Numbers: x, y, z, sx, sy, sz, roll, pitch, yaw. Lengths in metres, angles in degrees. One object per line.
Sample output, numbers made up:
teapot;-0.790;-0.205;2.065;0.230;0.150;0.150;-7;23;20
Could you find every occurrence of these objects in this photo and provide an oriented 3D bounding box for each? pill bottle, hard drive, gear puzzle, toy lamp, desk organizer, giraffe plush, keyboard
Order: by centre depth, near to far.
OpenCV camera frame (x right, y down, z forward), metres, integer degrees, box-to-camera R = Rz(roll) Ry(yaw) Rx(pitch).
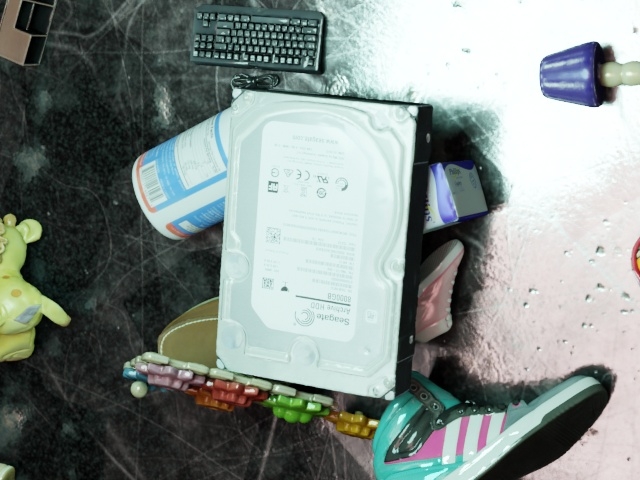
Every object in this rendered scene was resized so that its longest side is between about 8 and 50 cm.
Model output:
toy lamp;0.384;-0.190;1.600;0.274;0.080;0.080;0;96;20
hard drive;0.000;0.000;1.652;0.237;0.064;0.339;9;101;24
gear puzzle;-0.076;0.204;1.761;0.339;0.175;0.044;16;76;-15
pill bottle;-0.115;-0.097;1.792;0.221;0.124;0.124;-24;87;23
keyboard;-0.083;-0.242;1.816;0.180;0.023;0.108;7;99;23
desk organizer;-0.394;-0.304;1.926;0.050;0.047;0.130;23;104;16
giraffe plush;-0.452;0.055;1.942;0.210;0.181;0.170;-31;62;33

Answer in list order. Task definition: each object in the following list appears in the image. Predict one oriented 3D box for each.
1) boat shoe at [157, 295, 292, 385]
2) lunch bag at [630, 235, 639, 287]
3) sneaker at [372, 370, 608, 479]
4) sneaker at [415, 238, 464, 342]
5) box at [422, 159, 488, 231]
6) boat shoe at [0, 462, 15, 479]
boat shoe;-0.064;0.127;1.798;0.324;0.120;0.122;-7;94;23
lunch bag;0.476;0.072;1.515;0.258;0.120;0.293;-38;65;3
sneaker;0.181;0.214;1.712;0.295;0.124;0.178;-33;55;-4
sneaker;0.145;0.066;1.747;0.070;0.051;0.134;38;92;-15
box;0.113;-0.042;1.701;0.137;0.126;0.072;-18;88;24
boat shoe;-0.492;0.382;2.037;0.059;0.063;0.170;32;108;10
